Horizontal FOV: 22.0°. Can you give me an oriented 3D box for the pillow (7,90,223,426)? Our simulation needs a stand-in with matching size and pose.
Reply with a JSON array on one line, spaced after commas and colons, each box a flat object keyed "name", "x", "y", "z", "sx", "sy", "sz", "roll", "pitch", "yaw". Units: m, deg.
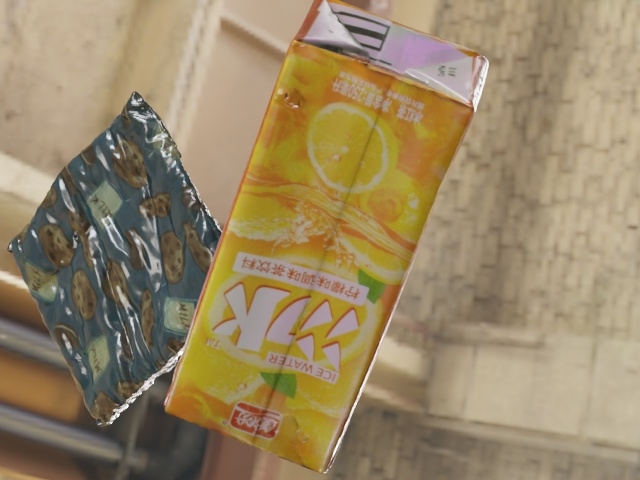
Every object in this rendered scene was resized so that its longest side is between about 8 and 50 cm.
[{"name": "pillow", "x": -0.161, "y": 0.021, "z": 1.328, "sx": 0.034, "sy": 0.255, "sz": 0.189, "roll": -20, "pitch": -106, "yaw": -44}]

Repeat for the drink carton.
[{"name": "drink carton", "x": 0.000, "y": 0.000, "z": 0.831, "sx": 0.071, "sy": 0.096, "sz": 0.223, "roll": -67, "pitch": -2, "yaw": -62}]
